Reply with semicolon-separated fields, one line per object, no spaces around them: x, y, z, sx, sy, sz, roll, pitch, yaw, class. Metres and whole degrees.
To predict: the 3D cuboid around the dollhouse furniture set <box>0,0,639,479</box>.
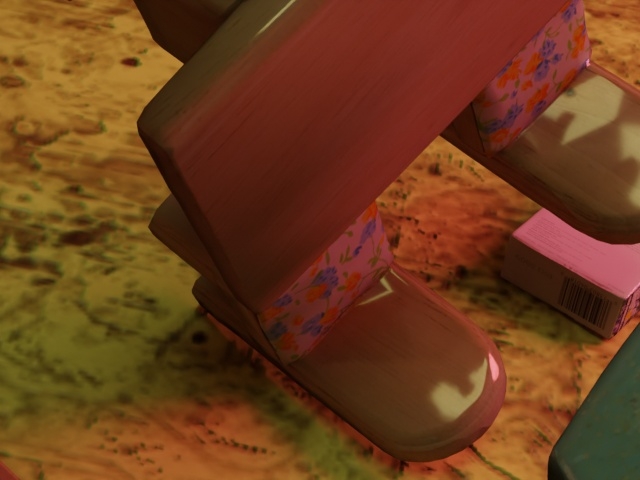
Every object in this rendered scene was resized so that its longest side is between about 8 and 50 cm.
0.000;0.000;0.560;0.256;0.362;0.394;37;76;29;dollhouse furniture set

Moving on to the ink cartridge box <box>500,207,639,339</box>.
0.143;-0.004;0.824;0.063;0.029;0.115;31;44;23;ink cartridge box

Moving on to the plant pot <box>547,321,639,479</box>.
0.214;0.111;0.557;0.252;0.248;0.247;-20;48;-9;plant pot
